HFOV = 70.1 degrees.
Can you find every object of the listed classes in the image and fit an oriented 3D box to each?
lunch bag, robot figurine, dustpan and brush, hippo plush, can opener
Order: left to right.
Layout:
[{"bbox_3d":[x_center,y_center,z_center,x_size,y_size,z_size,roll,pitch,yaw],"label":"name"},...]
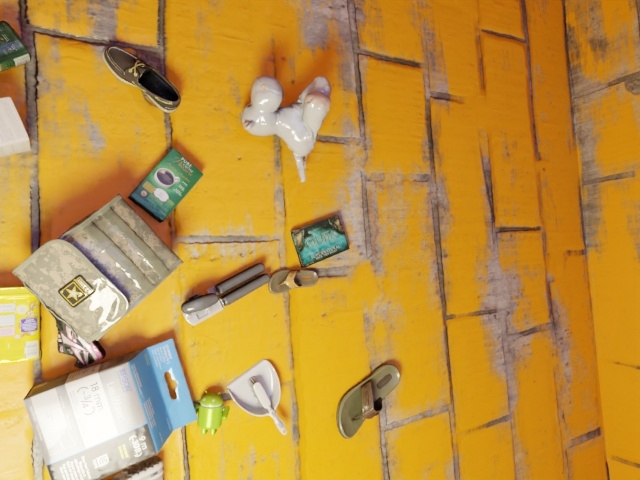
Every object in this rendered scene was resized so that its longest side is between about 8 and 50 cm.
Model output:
[{"bbox_3d":[-0.524,0.070,1.087,0.235,0.169,0.287,52,54,-16],"label":"lunch bag"},{"bbox_3d":[-0.302,0.472,1.254,0.101,0.067,0.115,4,84,2],"label":"robot figurine"},{"bbox_3d":[-0.263,0.151,1.298,0.280,0.093,0.074,-29,99,-34],"label":"can opener"},{"bbox_3d":[-0.160,0.477,1.340,0.147,0.060,0.211,-32,102,-28],"label":"dustpan and brush"},{"bbox_3d":[-0.116,-0.382,1.393,0.237,0.234,0.294,15,120,-11],"label":"hippo plush"}]

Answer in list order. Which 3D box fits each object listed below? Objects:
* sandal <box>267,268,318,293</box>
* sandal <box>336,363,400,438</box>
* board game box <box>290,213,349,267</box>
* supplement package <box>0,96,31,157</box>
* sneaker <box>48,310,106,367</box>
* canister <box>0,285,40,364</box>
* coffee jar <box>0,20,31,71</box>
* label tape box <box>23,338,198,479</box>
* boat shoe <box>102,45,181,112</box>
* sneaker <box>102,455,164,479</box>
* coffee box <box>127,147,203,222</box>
[{"bbox_3d":[-0.080,0.124,1.424,0.180,0.049,0.072,-4,88,-30],"label":"sandal"},{"bbox_3d":[0.165,0.521,1.510,0.303,0.086,0.120,-39,105,-27],"label":"sandal"},{"bbox_3d":[0.000,0.000,1.495,0.186,0.026,0.126,-22,97,-30],"label":"board game box"},{"bbox_3d":[-0.770,-0.239,1.023,0.179,0.105,0.105,-25,99,-30],"label":"supplement package"},{"bbox_3d":[-0.606,0.234,1.101,0.077,0.072,0.178,-36,98,-16],"label":"sneaker"},{"bbox_3d":[-0.708,0.190,1.041,0.126,0.073,0.169,0,87,-30],"label":"canister"},{"bbox_3d":[-0.780,-0.422,1.048,0.184,0.079,0.096,-42,109,-27],"label":"coffee jar"},{"bbox_3d":[-0.488,0.412,1.105,0.334,0.106,0.240,-18,95,-22],"label":"label tape box"},{"bbox_3d":[-0.476,-0.444,1.232,0.228,0.069,0.081,37,68,-22],"label":"boat shoe"},{"bbox_3d":[-0.507,0.640,1.098,0.281,0.105,0.115,-15,93,-31],"label":"sneaker"},{"bbox_3d":[-0.422,-0.152,1.255,0.113,0.040,0.184,41,68,-21],"label":"coffee box"}]
